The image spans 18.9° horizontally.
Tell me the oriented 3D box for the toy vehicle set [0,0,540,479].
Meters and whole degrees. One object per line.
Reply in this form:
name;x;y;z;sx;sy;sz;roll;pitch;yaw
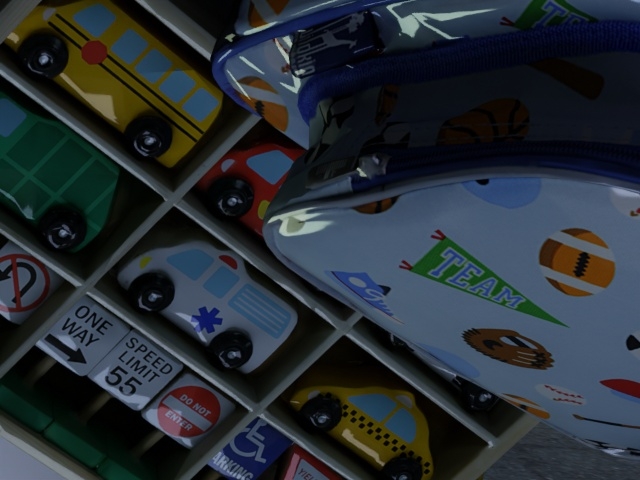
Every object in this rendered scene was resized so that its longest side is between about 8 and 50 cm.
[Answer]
toy vehicle set;-0.044;0.021;0.701;0.267;0.166;0.035;38;-164;-27

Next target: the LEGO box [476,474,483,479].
LEGO box;-0.164;0.113;1.081;0.500;0.372;0.193;20;164;-23

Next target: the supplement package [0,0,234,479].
supplement package;-0.153;0.018;0.802;0.177;0.293;0.175;15;-155;-15

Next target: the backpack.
backpack;0.124;-0.054;0.590;0.276;0.213;0.263;27;149;-35
